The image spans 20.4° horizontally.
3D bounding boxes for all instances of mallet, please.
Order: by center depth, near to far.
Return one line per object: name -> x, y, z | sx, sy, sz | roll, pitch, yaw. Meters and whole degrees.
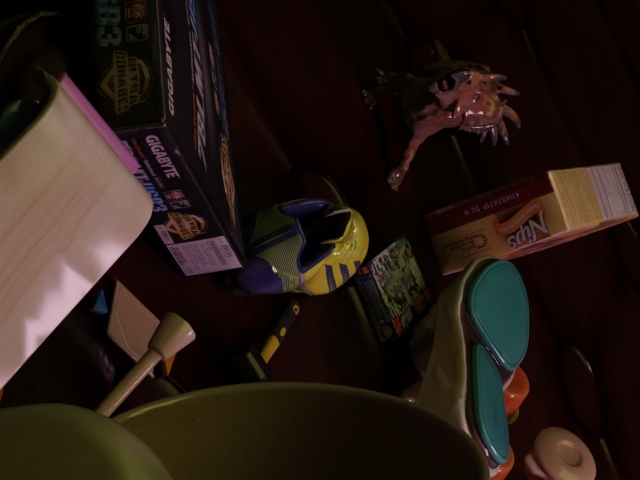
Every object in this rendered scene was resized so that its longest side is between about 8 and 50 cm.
mallet -> -0.045, 0.112, 1.767 | 0.062, 0.039, 0.189 | 65, 22, -7

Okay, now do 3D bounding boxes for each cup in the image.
cup -> -0.036, 0.284, 1.390 | 0.331, 0.331, 0.237 | -45, 138, -63

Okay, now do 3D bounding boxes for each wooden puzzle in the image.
wooden puzzle -> -0.167, 0.079, 1.573 | 0.116, 0.014, 0.078 | 53, 26, -32

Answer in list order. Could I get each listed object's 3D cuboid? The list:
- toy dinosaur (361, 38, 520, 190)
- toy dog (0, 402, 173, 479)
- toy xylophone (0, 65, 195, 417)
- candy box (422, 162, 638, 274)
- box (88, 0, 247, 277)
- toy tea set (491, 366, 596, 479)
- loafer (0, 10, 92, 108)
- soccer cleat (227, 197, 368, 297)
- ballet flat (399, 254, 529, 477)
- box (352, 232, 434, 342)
toy dinosaur -> 0.170, -0.181, 2.212 | 0.127, 0.200, 0.296 | 62, 26, -15
toy dog -> -0.199, 0.227, 1.018 | 0.408, 0.395, 0.284 | 93, -26, -65
toy xylophone -> -0.227, 0.047, 1.216 | 0.322, 0.081, 0.236 | -42, 119, -25
candy box -> 0.283, -0.032, 2.343 | 0.316, 0.183, 0.087 | -11, 82, -64
box -> -0.142, -0.156, 1.619 | 0.293, 0.073, 0.295 | 70, 11, -63
toy tea set -> 0.213, 0.300, 2.088 | 0.200, 0.124, 0.336 | 30, 41, -10
loafer -> -0.233, -0.067, 1.412 | 0.134, 0.130, 0.366 | 54, 30, -30
soccer cleat -> 0.000, 0.001, 1.828 | 0.289, 0.121, 0.093 | -11, 75, -65
ballet flat -> 0.152, 0.143, 2.023 | 0.139, 0.139, 0.400 | 59, 23, -21
box -> 0.085, 0.054, 2.070 | 0.094, 0.027, 0.137 | 67, 25, -7
